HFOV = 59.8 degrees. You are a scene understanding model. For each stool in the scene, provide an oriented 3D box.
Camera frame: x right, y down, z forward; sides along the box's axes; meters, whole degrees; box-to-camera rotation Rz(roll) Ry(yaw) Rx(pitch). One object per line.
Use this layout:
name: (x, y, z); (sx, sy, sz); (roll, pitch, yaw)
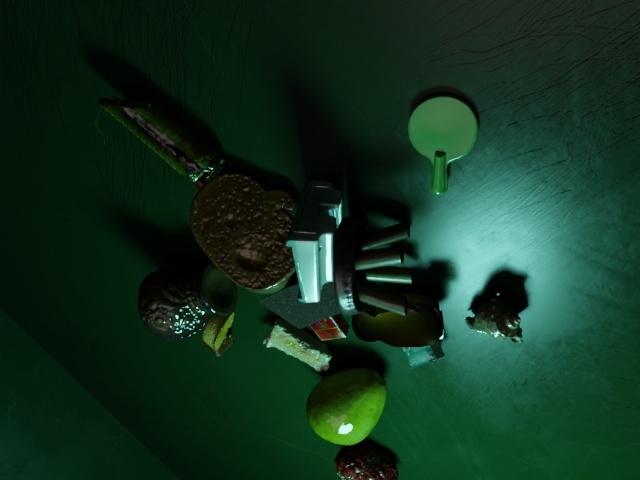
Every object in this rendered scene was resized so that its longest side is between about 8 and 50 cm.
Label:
stool: (0.145, 0.070, 1.492); (0.178, 0.272, 0.272); (0, 129, 16)

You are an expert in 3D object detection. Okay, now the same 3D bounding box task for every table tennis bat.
table tennis bat: (0.285, -0.221, 1.310); (0.160, 0.039, 0.257); (10, 128, 19)

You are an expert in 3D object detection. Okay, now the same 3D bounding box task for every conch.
conch: (0.486, 0.238, 1.551); (0.155, 0.130, 0.207); (53, 148, -5)

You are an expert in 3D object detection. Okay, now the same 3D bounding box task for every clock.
clock: (0.000, 0.000, 1.500); (0.116, 0.262, 0.231); (3, 131, 12)

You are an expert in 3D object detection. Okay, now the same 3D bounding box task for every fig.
fig: (0.100, 0.575, 1.984); (0.258, 0.258, 0.326); (35, 120, -5)

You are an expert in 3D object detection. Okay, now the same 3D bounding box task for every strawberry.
strawberry: (0.201, 0.963, 2.317); (0.274, 0.220, 0.274); (50, 168, 15)

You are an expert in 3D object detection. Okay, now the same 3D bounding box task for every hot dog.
hot dog: (0.246, 0.219, 1.686); (0.326, 0.107, 0.194); (4, 122, 37)

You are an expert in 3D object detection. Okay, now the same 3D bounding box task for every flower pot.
flower pot: (-0.448, 0.198, 1.935); (0.267, 0.266, 0.266); (-18, 120, 25)

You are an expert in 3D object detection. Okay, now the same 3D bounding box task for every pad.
pad: (-0.001, 0.180, 1.740); (0.330, 0.004, 0.220); (-26, 135, 26)

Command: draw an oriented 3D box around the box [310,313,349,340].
box: (0.007, 0.261, 1.884); (0.112, 0.048, 0.175); (-17, 120, 37)

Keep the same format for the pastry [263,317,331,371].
pastry: (-0.073, 0.376, 2.003); (0.258, 0.089, 0.121); (24, 133, 5)

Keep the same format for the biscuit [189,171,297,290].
biscuit: (-0.201, -0.040, 1.621); (0.314, 0.063, 0.367); (-41, 86, 9)

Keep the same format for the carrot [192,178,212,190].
carrot: (-0.331, -0.152, 1.681); (0.186, 0.060, 0.060); (42, 135, -12)

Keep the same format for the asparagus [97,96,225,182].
asparagus: (-0.447, -0.305, 1.569); (0.382, 0.108, 0.128); (40, 135, -9)

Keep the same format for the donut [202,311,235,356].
donut: (-0.394, 0.352, 2.131); (0.085, 0.141, 0.217); (27, 133, 14)

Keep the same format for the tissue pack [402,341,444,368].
tissue pack: (0.333, 0.349, 1.777); (0.111, 0.079, 0.085); (-35, 73, 42)

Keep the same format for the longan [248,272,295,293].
longan: (-0.171, 0.090, 1.736); (0.187, 0.167, 0.167); (4, 131, 14)
